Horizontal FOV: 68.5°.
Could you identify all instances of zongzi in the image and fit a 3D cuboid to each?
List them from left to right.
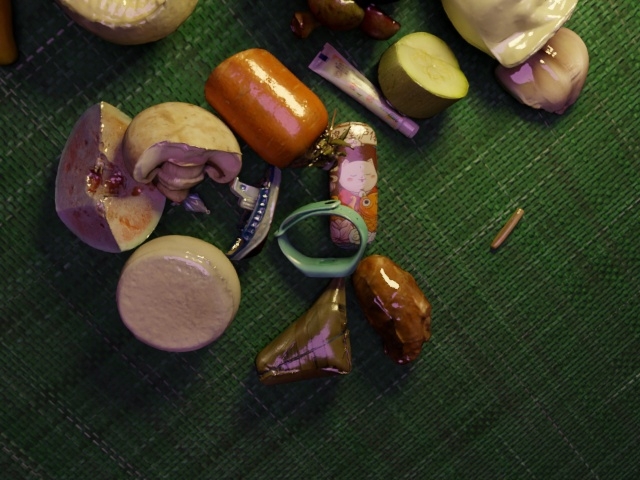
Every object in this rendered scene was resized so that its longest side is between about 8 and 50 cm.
[{"bbox_3d":[-0.052,0.217,1.222,0.260,0.123,0.289,-6,89,-4],"label":"zongzi"}]

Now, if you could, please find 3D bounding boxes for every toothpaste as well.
[{"bbox_3d":[0.117,-0.368,1.185,0.314,0.058,0.056,37,133,-8],"label":"toothpaste"}]

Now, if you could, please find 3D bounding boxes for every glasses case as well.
[{"bbox_3d":[0.081,-0.137,1.197,0.122,0.082,0.321,-2,100,-2],"label":"glasses case"}]

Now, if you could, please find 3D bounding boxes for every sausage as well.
[{"bbox_3d":[0.518,-0.031,1.303,0.024,0.024,0.132,36,92,-11],"label":"sausage"}]

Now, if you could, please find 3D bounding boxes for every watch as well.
[{"bbox_3d":[0.000,0.000,1.171,0.237,0.068,0.195,-2,114,24],"label":"watch"}]

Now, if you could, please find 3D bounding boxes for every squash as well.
[{"bbox_3d":[0.254,-0.415,1.142,0.220,0.133,0.220,4,78,-18],"label":"squash"}]

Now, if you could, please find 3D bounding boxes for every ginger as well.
[{"bbox_3d":[0.196,0.186,1.222,0.165,0.172,0.321,-31,103,-41],"label":"ginger"}]

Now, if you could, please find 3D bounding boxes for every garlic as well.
[{"bbox_3d":[0.596,-0.439,1.213,0.228,0.110,0.217,39,88,-11],"label":"garlic"}]

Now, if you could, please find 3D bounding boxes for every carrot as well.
[{"bbox_3d":[-0.086,-0.277,1.098,0.331,0.214,0.193,43,113,-4],"label":"carrot"}]

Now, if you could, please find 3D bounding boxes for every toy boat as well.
[{"bbox_3d":[-0.179,-0.071,1.152,0.115,0.114,0.262,12,99,-19],"label":"toy boat"}]

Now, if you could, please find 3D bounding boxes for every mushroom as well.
[{"bbox_3d":[-0.317,-0.210,1.063,0.253,0.195,0.189,-1,58,-30],"label":"mushroom"}]

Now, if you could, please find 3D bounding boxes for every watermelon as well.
[{"bbox_3d":[-0.487,-0.132,1.102,0.188,0.175,0.322,1,86,34],"label":"watermelon"}]

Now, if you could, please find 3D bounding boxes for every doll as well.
[{"bbox_3d":[-0.324,-0.100,1.169,0.114,0.039,0.057,30,60,-1],"label":"doll"}]

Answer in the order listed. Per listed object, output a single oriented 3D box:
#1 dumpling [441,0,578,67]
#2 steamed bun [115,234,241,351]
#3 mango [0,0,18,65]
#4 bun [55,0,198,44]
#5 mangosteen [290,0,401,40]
[{"bbox_3d":[0.430,-0.624,1.086,0.315,0.233,0.395,-36,87,14],"label":"dumpling"},{"bbox_3d":[-0.332,0.117,1.128,0.283,0.177,0.283,-2,108,-5],"label":"steamed bun"},{"bbox_3d":[-0.742,-0.499,1.026,0.136,0.099,0.228,-14,109,-9],"label":"mango"},{"bbox_3d":[-0.413,-0.593,0.999,0.364,0.202,0.364,0,94,-3],"label":"bun"},{"bbox_3d":[0.084,-0.634,0.987,0.382,0.382,0.435,11,107,-9],"label":"mangosteen"}]
